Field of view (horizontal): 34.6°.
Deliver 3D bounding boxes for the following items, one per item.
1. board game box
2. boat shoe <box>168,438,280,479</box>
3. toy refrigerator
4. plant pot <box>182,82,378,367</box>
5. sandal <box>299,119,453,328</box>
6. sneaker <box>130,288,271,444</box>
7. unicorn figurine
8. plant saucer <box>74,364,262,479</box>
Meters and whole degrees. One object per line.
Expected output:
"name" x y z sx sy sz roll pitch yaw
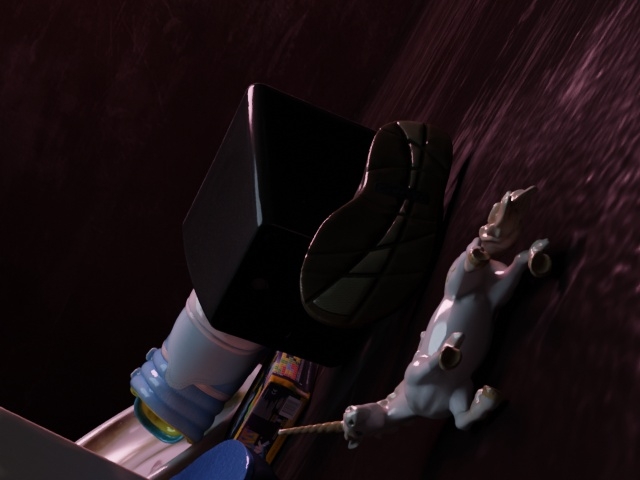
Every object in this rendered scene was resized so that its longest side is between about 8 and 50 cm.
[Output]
"board game box" -0.059 0.184 1.098 0.170 0.048 0.141 -61 6 24
"boat shoe" -0.077 0.223 0.835 0.109 0.089 0.258 -54 7 -24
"toy refrigerator" -0.214 0.265 0.977 0.094 0.269 0.102 -66 6 -29
"plant pot" -0.015 0.003 0.936 0.167 0.188 0.187 -92 27 -53
"sandal" 0.049 -0.010 0.809 0.060 0.090 0.219 97 -169 -48
"sneaker" -0.125 0.134 1.233 0.208 0.127 0.319 -53 -11 10
"unicorn figurine" 0.061 0.054 0.514 0.162 0.060 0.111 -47 0 -16
"plant saucer" -0.225 0.302 1.344 0.400 0.100 0.400 -28 9 5
